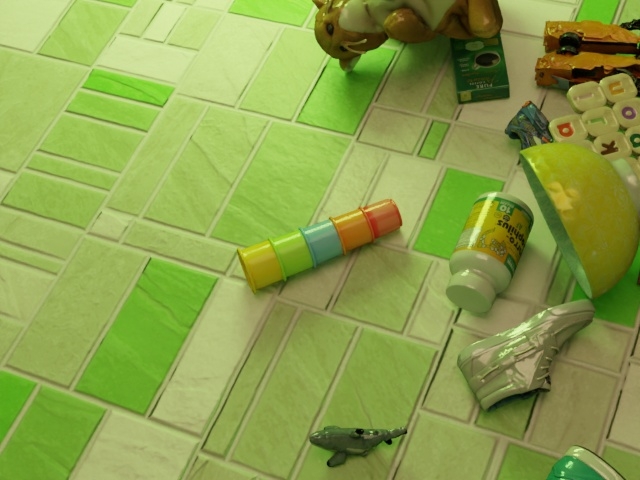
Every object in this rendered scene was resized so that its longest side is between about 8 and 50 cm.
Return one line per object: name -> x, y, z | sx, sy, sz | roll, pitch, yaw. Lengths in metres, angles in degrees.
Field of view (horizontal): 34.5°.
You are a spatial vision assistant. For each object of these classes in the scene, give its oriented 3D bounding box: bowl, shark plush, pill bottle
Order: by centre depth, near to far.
shark plush -> 0.064, 0.339, 1.736 | 0.161, 0.067, 0.073 | 2, 56, 11
bowl -> 0.476, -0.060, 1.787 | 0.156, 0.289, 0.289 | -26, 55, 7
pill bottle -> 0.304, 0.023, 1.879 | 0.117, 0.118, 0.208 | 17, 60, 20

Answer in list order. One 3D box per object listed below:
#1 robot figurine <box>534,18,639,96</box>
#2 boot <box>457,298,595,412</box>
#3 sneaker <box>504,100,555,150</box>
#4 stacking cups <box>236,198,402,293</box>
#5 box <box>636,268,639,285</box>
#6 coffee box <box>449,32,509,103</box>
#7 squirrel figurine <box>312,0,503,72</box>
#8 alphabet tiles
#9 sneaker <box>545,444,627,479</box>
robot figurine -> 0.598, -0.375, 2.120 | 0.291, 0.085, 0.211 | 9, 58, 16
boot -> 0.373, 0.204, 1.771 | 0.258, 0.095, 0.123 | -25, 61, 2
sneaker -> 0.443, -0.169, 2.020 | 0.087, 0.083, 0.221 | -39, 59, 13
stacking cups -> 0.000, 0.000, 1.973 | 0.316, 0.096, 0.096 | -22, 55, -10
box -> 0.742, 0.007, 1.755 | 0.345, 0.215, 0.168 | 17, 61, 21
coffee box -> 0.337, -0.375, 2.192 | 0.113, 0.040, 0.184 | -7, 55, 6
squirrel figurine -> 0.175, -0.509, 2.203 | 0.370, 0.281, 0.397 | -25, 12, 22
alphabet tiles -> 0.586, -0.184, 1.969 | 0.278, 0.021, 0.284 | -16, 73, -15
sneaker -> 0.438, 0.457, 1.553 | 0.178, 0.124, 0.295 | -37, 50, -21
